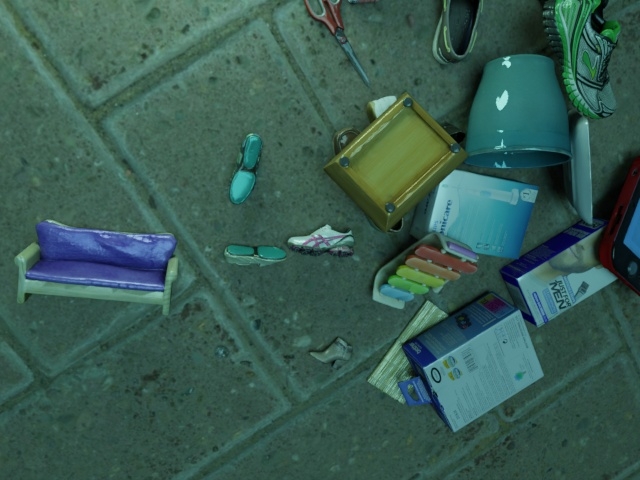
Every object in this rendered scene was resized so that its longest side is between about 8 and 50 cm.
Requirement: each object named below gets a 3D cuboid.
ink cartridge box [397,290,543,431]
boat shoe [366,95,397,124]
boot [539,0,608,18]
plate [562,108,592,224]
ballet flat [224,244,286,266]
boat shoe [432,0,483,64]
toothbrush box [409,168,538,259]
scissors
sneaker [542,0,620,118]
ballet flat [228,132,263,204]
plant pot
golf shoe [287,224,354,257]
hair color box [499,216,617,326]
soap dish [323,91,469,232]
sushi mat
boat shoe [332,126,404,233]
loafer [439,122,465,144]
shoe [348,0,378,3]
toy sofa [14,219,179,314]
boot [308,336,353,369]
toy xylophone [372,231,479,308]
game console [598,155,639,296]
[{"bbox_3d":[0.428,0.374,1.626,0.395,0.151,0.270,-30,112,-8],"label":"ink cartridge box"},{"bbox_3d":[0.214,-0.251,1.464,0.096,0.098,0.277,-23,106,-5],"label":"boat shoe"},{"bbox_3d":[0.761,-0.640,1.471,0.260,0.131,0.348,-33,108,-3],"label":"boot"},{"bbox_3d":[0.705,-0.210,1.514,0.045,0.278,0.277,-5,108,18],"label":"plate"},{"bbox_3d":[-0.178,0.044,1.484,0.168,0.057,0.052,7,130,-10],"label":"ballet flat"},{"bbox_3d":[0.366,-0.624,1.405,0.117,0.097,0.324,5,103,-14],"label":"boat shoe"},{"bbox_3d":[0.427,-0.083,1.538,0.295,0.126,0.216,8,103,-14],"label":"toothbrush box"},{"bbox_3d":[0.040,-0.526,1.402,0.109,0.021,0.297,-22,108,-9],"label":"scissors"},{"bbox_3d":[0.684,-0.460,1.377,0.343,0.146,0.134,55,49,-26],"label":"sneaker"},{"bbox_3d":[-0.192,-0.185,1.410,0.070,0.070,0.188,18,103,-16],"label":"ballet flat"},{"bbox_3d":[0.518,-0.336,1.439,0.272,0.271,0.255,3,88,-13],"label":"plant pot"},{"bbox_3d":[0.000,0.000,1.505,0.186,0.067,0.086,3,74,-11],"label":"golf shoe"},{"bbox_3d":[0.742,0.092,1.664,0.339,0.110,0.185,-31,107,-5],"label":"hair color box"},{"bbox_3d":[0.187,-0.198,1.340,0.291,0.118,0.229,-43,85,-2],"label":"soap dish"},{"bbox_3d":[0.287,0.344,1.671,0.151,0.019,0.316,34,94,-19],"label":"sushi mat"},{"bbox_3d":[0.142,-0.158,1.461,0.123,0.116,0.324,-34,108,-3],"label":"boat shoe"},{"bbox_3d":[0.312,-0.244,1.451,0.220,0.078,0.080,-48,130,-27],"label":"loafer"},{"bbox_3d":[0.112,-0.684,1.355,0.081,0.063,0.178,-5,110,-13],"label":"shoe"},{"bbox_3d":[-0.539,0.065,1.350,0.362,0.150,0.177,7,103,-14],"label":"toy sofa"},{"bbox_3d":[0.035,0.323,1.602,0.118,0.042,0.087,30,89,-19],"label":"boot"},{"bbox_3d":[0.301,0.086,1.505,0.236,0.081,0.322,14,141,-21],"label":"toy xylophone"},{"bbox_3d":[0.999,-0.032,1.644,0.342,0.060,0.386,31,80,-25],"label":"game console"}]
